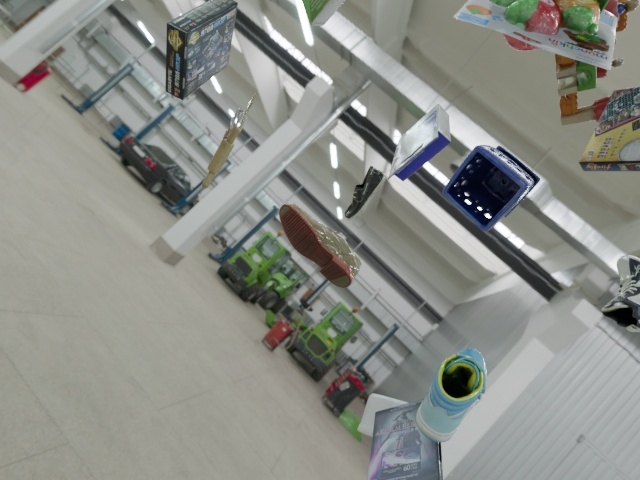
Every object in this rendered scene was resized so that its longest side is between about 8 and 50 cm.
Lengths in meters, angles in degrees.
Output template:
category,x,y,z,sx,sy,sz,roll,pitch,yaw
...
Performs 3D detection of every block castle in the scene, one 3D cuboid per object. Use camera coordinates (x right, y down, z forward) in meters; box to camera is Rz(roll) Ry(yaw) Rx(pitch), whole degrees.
category,x,y,z,sx,sy,sz,roll,pitch,yaw
block castle,0.865,-0.620,1.323,0.213,0.303,0.453,-6,-32,31

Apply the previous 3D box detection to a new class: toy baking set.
category,x,y,z,sx,sy,sz,roll,pitch,yaw
toy baking set,-0.238,-0.251,1.044,0.030,0.256,0.197,27,25,-22

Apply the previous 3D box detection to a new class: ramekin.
category,x,y,z,sx,sy,sz,roll,pitch,yaw
ramekin,0.275,0.625,1.427,0.277,0.135,0.277,14,-20,5

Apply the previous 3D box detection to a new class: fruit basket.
category,x,y,z,sx,sy,sz,roll,pitch,yaw
fruit basket,0.499,-0.513,0.926,0.327,0.353,0.165,28,-44,14

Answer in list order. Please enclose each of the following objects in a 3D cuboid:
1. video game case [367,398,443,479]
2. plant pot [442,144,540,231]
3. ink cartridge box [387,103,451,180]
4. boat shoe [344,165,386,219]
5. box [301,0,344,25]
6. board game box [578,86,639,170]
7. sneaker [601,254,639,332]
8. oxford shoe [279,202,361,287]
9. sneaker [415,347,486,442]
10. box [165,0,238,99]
category,x,y,z,sx,sy,sz,roll,pitch,yaw
video game case,0.221,0.541,1.088,0.026,0.196,0.274,57,24,-17
plant pot,0.641,-0.205,1.533,0.236,0.212,0.236,50,-44,23
ink cartridge box,0.301,-0.288,1.243,0.069,0.176,0.371,44,32,-9
boat shoe,0.159,-0.186,1.636,0.079,0.233,0.084,29,21,-18
box,-0.001,-0.769,1.065,0.232,0.058,0.322,-21,-94,55
board game box,0.783,-0.282,1.037,0.042,0.243,0.165,38,-12,-31
sneaker,0.808,0.141,1.095,0.094,0.153,0.235,104,-15,-61
oxford shoe,0.000,0.000,1.418,0.348,0.130,0.123,50,-44,-6
sneaker,0.368,0.338,1.047,0.127,0.319,0.208,29,-51,23
box,-0.285,-0.466,0.999,0.051,0.220,0.175,29,-40,0
